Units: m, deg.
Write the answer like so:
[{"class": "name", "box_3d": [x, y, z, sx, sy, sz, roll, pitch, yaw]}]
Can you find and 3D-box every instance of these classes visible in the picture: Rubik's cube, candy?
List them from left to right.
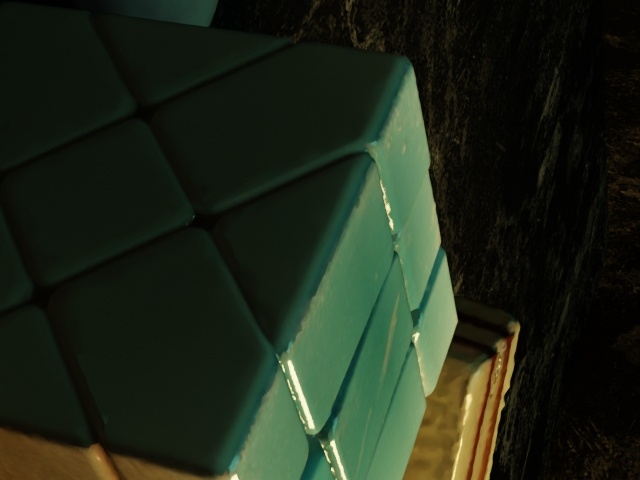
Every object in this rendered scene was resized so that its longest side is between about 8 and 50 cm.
[{"class": "Rubik's cube", "box_3d": [-0.109, 0.066, 0.949, 0.316, 0.319, 0.322, 75, 32, -50]}, {"class": "candy", "box_3d": [0.071, 0.206, 1.344, 0.135, 0.179, 0.320, -38, 141, -55]}]

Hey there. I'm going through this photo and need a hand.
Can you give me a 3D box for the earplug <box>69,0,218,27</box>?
[{"class": "earplug", "box_3d": [-0.136, -0.249, 0.995, 0.301, 0.172, 0.172, 89, 21, -43]}]
